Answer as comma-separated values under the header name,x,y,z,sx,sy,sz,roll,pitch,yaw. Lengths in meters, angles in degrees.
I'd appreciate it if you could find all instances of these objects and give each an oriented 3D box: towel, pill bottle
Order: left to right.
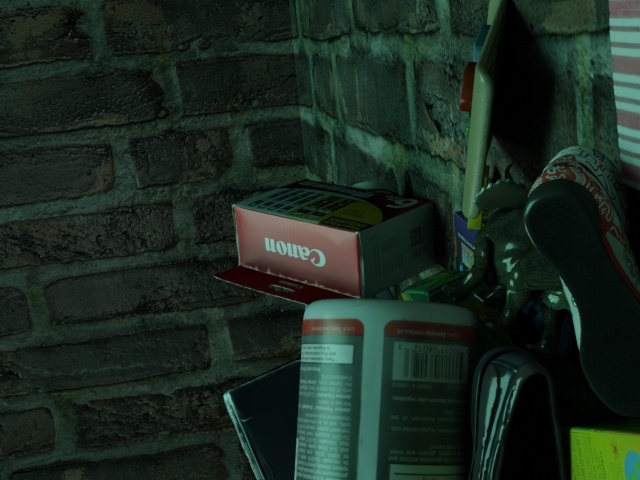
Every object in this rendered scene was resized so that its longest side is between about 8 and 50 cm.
name,x,y,z,sx,sy,sz,roll,pitch,yaw
pill bottle,0.074,0.256,1.230,0.210,0.210,0.362,140,135,-80
towel,0.311,-0.132,0.955,0.144,0.029,0.197,-128,29,-74

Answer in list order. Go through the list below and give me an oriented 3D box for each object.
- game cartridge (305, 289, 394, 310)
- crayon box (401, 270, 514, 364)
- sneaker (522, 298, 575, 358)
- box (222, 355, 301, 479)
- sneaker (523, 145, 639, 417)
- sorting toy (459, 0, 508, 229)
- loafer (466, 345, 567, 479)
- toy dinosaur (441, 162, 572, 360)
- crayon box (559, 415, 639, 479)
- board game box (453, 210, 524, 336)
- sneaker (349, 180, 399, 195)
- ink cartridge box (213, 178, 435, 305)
name,x,y,z,sx,sy,sz,roll,pitch,yaw
game cartridge,0.071,0.174,2.205,0.297,0.198,0.062,-111,16,-60
crayon box,0.214,0.178,1.418,0.165,0.081,0.278,164,82,-82
sneaker,0.270,0.079,1.284,0.053,0.059,0.144,102,158,-60
box,0.080,0.383,1.561,0.471,0.297,0.480,64,173,6
sneaker,0.292,0.034,1.057,0.270,0.090,0.145,61,-147,-17
sorting toy,0.202,-0.136,1.365,0.229,0.041,0.307,-71,-15,-50
loafer,0.216,0.268,1.132,0.095,0.109,0.302,-178,84,-78
toy dinosaur,0.244,0.030,1.193,0.160,0.121,0.313,-60,36,14
crayon box,0.327,0.277,1.003,0.318,0.081,0.202,134,129,-80
board game box,0.238,0.043,1.498,0.170,0.048,0.141,-124,27,-71
sneaker,0.106,0.000,2.089,0.321,0.126,0.127,83,179,-65
ink cartridge box,0.000,0.000,1.861,0.309,0.272,0.130,12,115,41
